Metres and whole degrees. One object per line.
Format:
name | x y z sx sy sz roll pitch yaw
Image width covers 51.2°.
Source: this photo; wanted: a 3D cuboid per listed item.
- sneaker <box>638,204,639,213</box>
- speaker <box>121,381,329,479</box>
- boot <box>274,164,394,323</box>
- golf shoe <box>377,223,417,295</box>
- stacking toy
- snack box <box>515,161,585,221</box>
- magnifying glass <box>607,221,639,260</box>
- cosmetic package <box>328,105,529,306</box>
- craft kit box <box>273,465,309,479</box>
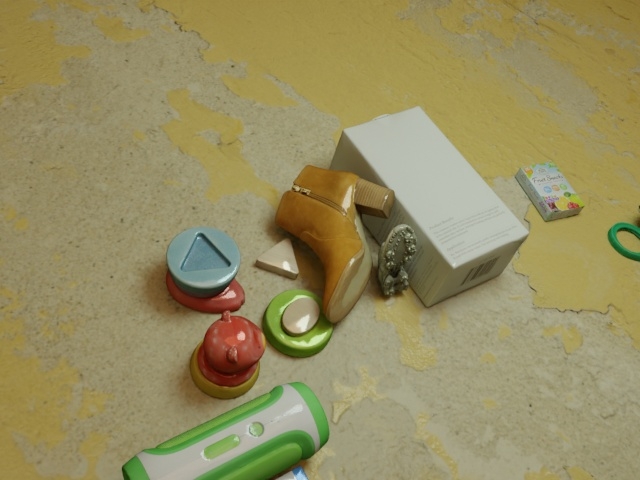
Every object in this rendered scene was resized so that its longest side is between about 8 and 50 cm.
sneaker | 0.856 -0.052 1.579 0.272 0.100 0.107 -10 87 -29
speaker | -0.137 0.323 1.010 0.297 0.131 0.131 -21 62 -27
boot | 0.000 -0.001 1.278 0.211 0.104 0.295 15 71 26
golf shoe | 0.133 0.024 1.275 0.069 0.176 0.086 -12 47 -18
stacking toy | -0.120 0.091 1.184 0.280 0.130 0.309 -14 60 -23
snack box | 0.537 -0.117 1.567 0.100 0.037 0.141 -11 58 -23
magnifying glass | 0.764 0.038 1.524 0.231 0.026 0.092 34 53 14
cosmetic package | 0.211 -0.081 1.385 0.217 0.156 0.385 -20 61 -27
craft kit box | -0.075 0.493 0.950 0.247 0.061 0.249 -19 61 -29
